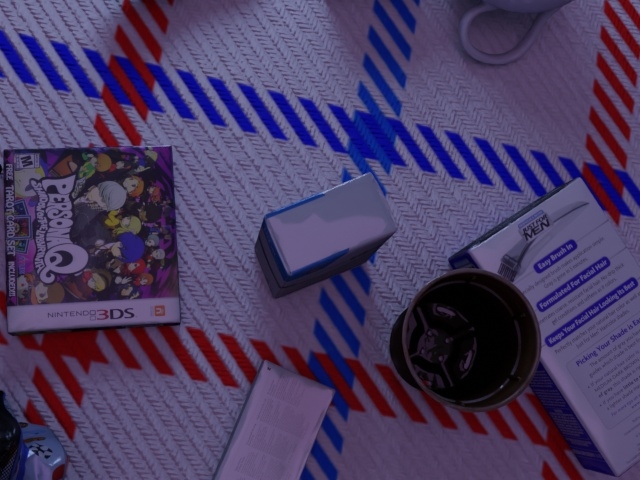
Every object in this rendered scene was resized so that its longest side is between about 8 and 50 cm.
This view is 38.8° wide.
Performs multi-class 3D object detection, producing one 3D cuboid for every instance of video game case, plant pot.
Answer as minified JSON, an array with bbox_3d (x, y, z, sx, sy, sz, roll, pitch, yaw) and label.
[{"bbox_3d":[-0.285,-0.003,1.141,0.210,0.042,0.232,-2,81,-10],"label":"video game case"},{"bbox_3d":[0.165,0.127,1.127,0.167,0.165,0.167,1,81,-8],"label":"plant pot"}]

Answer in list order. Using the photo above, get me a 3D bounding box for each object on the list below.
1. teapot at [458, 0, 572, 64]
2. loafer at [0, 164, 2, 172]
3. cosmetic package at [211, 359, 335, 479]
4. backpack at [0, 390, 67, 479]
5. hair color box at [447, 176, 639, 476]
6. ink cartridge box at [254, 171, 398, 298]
[{"bbox_3d":[0.236,-0.403,1.199,0.187,0.252,0.256,-18,73,-1],"label":"teapot"},{"bbox_3d":[-0.475,-0.063,1.114,0.170,0.062,0.061,-32,82,-14],"label":"loafer"},{"bbox_3d":[-0.074,0.276,1.118,0.099,0.060,0.239,25,78,-6],"label":"cosmetic package"},{"bbox_3d":[-0.400,0.296,0.980,0.213,0.276,0.263,22,81,-18],"label":"backpack"},{"bbox_3d":[0.341,0.111,1.187,0.185,0.110,0.339,-32,89,-11],"label":"hair color box"},{"bbox_3d":[0.000,0.000,1.109,0.139,0.191,0.082,-23,84,-12],"label":"ink cartridge box"}]
